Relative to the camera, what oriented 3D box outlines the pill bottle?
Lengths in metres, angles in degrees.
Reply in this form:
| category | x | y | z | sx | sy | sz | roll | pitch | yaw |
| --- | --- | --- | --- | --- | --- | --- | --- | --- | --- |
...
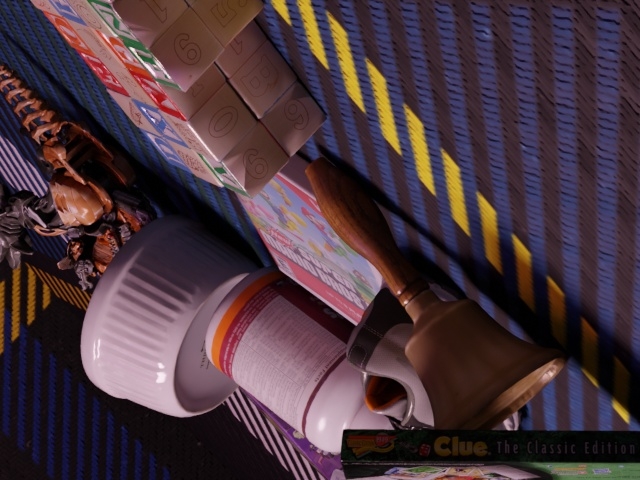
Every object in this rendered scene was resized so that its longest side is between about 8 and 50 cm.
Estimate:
| category | x | y | z | sx | sy | sz | roll | pitch | yaw |
| --- | --- | --- | --- | --- | --- | --- | --- | --- | --- |
| pill bottle | 0.002 | 0.129 | 1.892 | 0.221 | 0.121 | 0.121 | 36 | 166 | 28 |

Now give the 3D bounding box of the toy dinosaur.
| category | x | y | z | sx | sy | sz | roll | pitch | yaw |
| --- | --- | --- | --- | --- | --- | --- | --- | --- | --- |
| toy dinosaur | -0.254 | -0.055 | 2.120 | 0.218 | 0.164 | 0.322 | 3 | 110 | 50 |

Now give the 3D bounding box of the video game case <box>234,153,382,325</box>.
| category | x | y | z | sx | sy | sz | roll | pitch | yaw |
| --- | --- | --- | --- | --- | --- | --- | --- | --- | --- |
| video game case | 0.000 | 0.000 | 1.691 | 0.204 | 0.025 | 0.285 | 36 | 165 | 31 |

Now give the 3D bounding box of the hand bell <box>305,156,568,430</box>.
| category | x | y | z | sx | sy | sz | roll | pitch | yaw |
| --- | --- | --- | --- | --- | --- | --- | --- | --- | --- |
| hand bell | 0.065 | 0.035 | 1.482 | 0.242 | 0.126 | 0.126 | 52 | 170 | 15 |

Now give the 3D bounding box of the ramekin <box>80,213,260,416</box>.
| category | x | y | z | sx | sy | sz | roll | pitch | yaw |
| --- | --- | --- | --- | --- | --- | --- | --- | --- | --- |
| ramekin | -0.143 | 0.086 | 2.032 | 0.109 | 0.207 | 0.207 | 25 | 160 | 28 |

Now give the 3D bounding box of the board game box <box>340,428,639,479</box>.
| category | x | y | z | sx | sy | sz | roll | pitch | yaw |
| --- | --- | --- | --- | --- | --- | --- | --- | --- | --- |
| board game box | 0.148 | 0.167 | 1.410 | 0.260 | 0.030 | 0.136 | 0 | 157 | 5 |

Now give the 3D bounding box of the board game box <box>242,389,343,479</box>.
| category | x | y | z | sx | sy | sz | roll | pitch | yaw |
| --- | --- | --- | --- | --- | --- | --- | --- | --- | --- |
| board game box | -0.038 | 0.216 | 2.381 | 0.208 | 0.056 | 0.347 | 55 | 172 | -29 |

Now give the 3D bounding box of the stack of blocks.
| category | x | y | z | sx | sy | sz | roll | pitch | yaw |
| --- | --- | --- | --- | --- | --- | --- | --- | --- | --- |
| stack of blocks | -0.121 | -0.165 | 1.369 | 0.171 | 0.087 | 0.297 | 26 | 159 | 53 |

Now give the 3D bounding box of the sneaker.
| category | x | y | z | sx | sy | sz | roll | pitch | yaw |
| --- | --- | --- | --- | --- | --- | --- | --- | --- | --- |
| sneaker | 0.088 | 0.122 | 1.636 | 0.100 | 0.108 | 0.271 | 31 | 165 | 36 |

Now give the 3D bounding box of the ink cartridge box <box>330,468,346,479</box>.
| category | x | y | z | sx | sy | sz | roll | pitch | yaw |
| --- | --- | --- | --- | --- | --- | --- | --- | --- | --- |
| ink cartridge box | 0.174 | 0.295 | 1.853 | 0.311 | 0.065 | 0.186 | 19 | 180 | -28 |
